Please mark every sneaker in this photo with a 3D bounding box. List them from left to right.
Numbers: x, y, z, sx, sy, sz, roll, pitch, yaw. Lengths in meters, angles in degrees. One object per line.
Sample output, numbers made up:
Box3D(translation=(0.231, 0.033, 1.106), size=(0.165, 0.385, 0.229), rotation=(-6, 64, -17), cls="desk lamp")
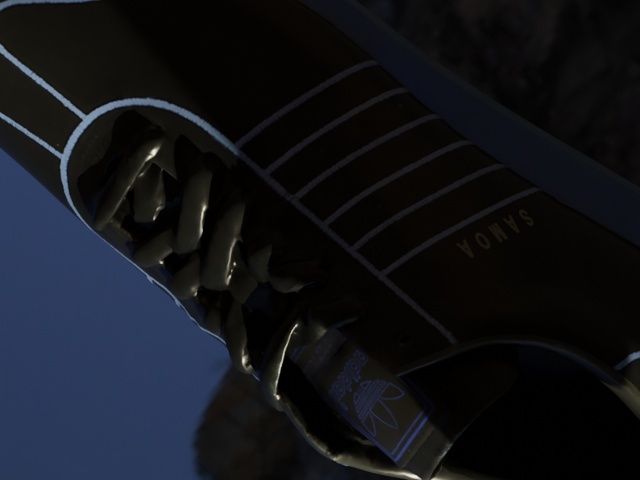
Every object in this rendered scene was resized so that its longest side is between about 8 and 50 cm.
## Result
Box3D(translation=(0.000, 0.000, 0.488), size=(0.232, 0.081, 0.090), rotation=(25, -138, -6), cls="sneaker")
